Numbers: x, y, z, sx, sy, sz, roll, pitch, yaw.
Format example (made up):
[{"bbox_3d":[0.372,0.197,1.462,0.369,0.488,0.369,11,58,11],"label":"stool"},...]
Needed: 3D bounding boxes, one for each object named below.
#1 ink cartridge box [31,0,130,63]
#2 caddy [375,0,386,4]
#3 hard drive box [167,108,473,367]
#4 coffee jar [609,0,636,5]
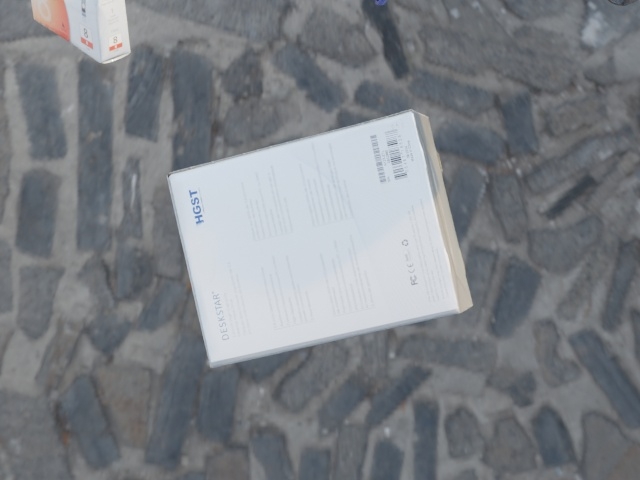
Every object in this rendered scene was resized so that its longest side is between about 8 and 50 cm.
[{"bbox_3d":[-0.259,-0.290,1.356,0.045,0.145,0.179,-29,133,-29],"label":"ink cartridge box"},{"bbox_3d":[0.066,-0.483,1.759,0.179,0.241,0.341,6,135,-3],"label":"caddy"},{"bbox_3d":[0.000,0.000,1.170,0.232,0.089,0.181,-13,88,14],"label":"hard drive box"},{"bbox_3d":[0.363,-0.386,1.689,0.079,0.184,0.096,-26,138,0],"label":"coffee jar"}]
